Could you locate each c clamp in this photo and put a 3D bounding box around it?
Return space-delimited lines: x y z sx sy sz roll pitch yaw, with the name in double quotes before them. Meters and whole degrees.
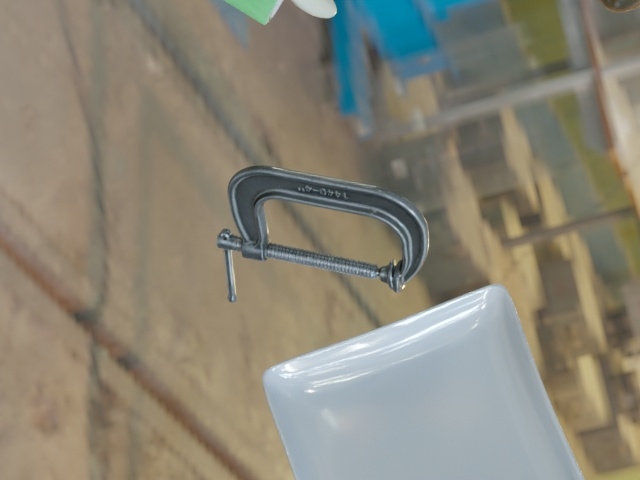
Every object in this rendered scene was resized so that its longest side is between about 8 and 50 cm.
"c clamp" 0.000 0.000 1.283 0.137 0.160 0.022 76 29 -44

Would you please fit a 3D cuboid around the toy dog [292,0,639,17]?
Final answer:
"toy dog" 0.181 -0.352 1.813 0.408 0.395 0.284 11 17 -41

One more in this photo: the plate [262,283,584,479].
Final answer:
"plate" 0.107 0.211 1.966 0.045 0.277 0.278 67 2 -61

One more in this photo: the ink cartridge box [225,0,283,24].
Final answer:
"ink cartridge box" -0.104 -0.329 1.410 0.211 0.289 0.121 -62 -176 -33
